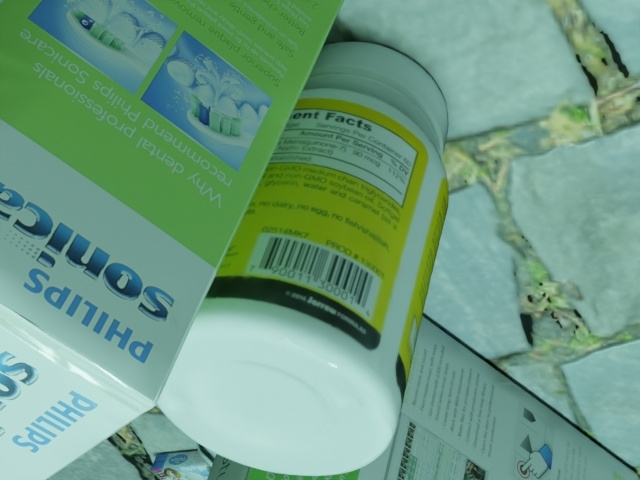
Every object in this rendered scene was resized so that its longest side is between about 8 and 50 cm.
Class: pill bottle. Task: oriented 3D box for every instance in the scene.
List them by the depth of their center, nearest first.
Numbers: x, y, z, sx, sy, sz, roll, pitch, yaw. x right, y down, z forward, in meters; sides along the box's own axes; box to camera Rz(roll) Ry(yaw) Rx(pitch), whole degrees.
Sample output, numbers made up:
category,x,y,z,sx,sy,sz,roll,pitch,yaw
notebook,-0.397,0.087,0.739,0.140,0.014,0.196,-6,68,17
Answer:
category,x,y,z,sx,sy,sz,roll,pitch,yaw
pill bottle,0.000,0.000,0.497,0.119,0.208,0.119,11,138,10

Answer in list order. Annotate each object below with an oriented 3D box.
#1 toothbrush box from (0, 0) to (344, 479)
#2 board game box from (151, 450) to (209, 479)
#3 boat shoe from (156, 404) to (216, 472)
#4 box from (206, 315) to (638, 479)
category,x,y,z,sx,sy,sz,roll,pitch,yaw
toothbrush box,-0.114,-0.035,0.448,0.122,0.283,0.206,35,138,-18
board game box,-0.099,0.231,0.935,0.090,0.020,0.090,-14,129,31
boat shoe,-0.043,0.150,0.727,0.079,0.081,0.227,-21,138,37
box,0.080,0.180,0.647,0.322,0.232,0.058,38,135,-19
